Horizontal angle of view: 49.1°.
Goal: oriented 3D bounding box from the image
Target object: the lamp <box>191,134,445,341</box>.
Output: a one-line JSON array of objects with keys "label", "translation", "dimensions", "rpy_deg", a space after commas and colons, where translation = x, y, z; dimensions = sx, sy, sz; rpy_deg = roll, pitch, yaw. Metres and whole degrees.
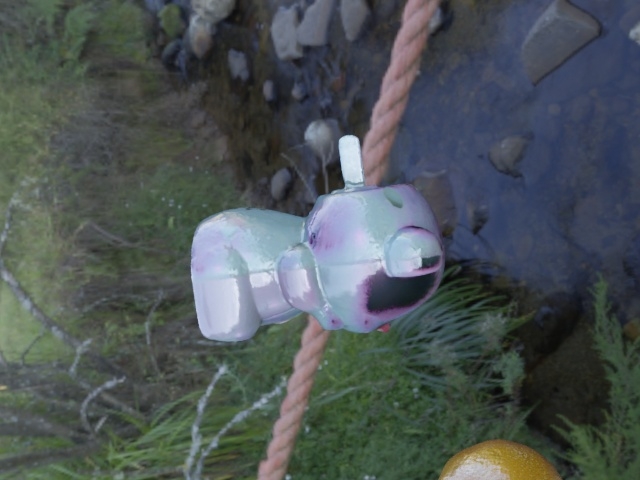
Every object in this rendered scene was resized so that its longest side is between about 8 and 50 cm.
[{"label": "lamp", "translation": [0.000, 0.000, 0.873], "dimensions": [0.247, 0.301, 0.247], "rpy_deg": [-18, -79, -84]}]

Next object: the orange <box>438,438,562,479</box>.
[{"label": "orange", "translation": [0.328, 0.484, 1.240], "dimensions": [0.264, 0.264, 0.264], "rpy_deg": [16, 108, 61]}]
